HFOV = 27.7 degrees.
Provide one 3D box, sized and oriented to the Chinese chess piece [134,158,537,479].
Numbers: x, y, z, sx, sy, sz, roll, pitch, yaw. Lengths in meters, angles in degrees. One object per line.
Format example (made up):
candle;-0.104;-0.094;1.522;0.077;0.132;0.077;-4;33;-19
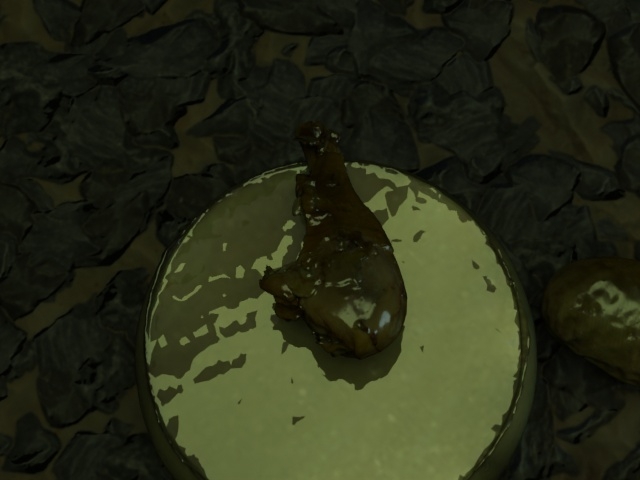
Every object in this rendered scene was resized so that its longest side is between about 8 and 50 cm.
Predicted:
Chinese chess piece;0.013;0.095;1.087;0.338;0.140;0.338;0;71;1

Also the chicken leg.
chicken leg;0.003;0.000;1.008;0.101;0.085;0.207;-17;62;8

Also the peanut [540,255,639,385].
peanut;0.299;0.074;1.111;0.226;0.095;0.108;8;89;0
